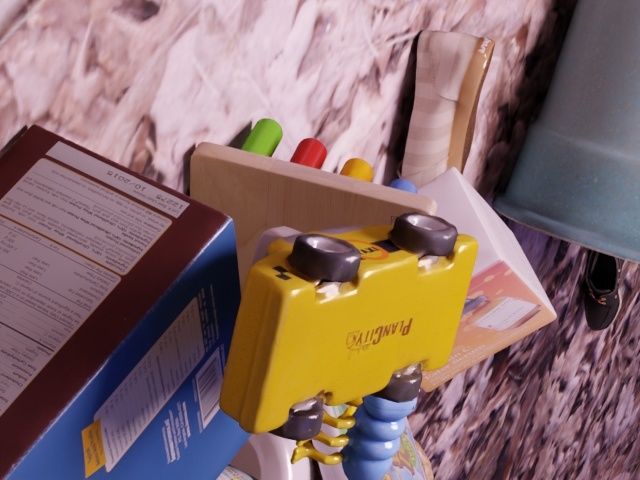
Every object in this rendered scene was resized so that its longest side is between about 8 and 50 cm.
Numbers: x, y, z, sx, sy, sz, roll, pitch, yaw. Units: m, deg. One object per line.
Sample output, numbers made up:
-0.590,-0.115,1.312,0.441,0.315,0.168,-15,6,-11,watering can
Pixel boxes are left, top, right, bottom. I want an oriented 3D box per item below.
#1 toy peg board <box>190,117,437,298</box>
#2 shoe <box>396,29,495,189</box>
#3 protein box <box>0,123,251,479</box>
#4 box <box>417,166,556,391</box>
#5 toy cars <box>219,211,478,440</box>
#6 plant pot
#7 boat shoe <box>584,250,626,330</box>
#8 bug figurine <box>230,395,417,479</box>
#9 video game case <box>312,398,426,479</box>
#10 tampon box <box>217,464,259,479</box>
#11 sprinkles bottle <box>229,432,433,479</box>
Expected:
0.000,0.000,1.211,0.079,0.160,0.161,-64,164,-47,toy peg board
0.093,-0.080,1.464,0.076,0.058,0.219,-71,173,-48,shoe
-0.150,0.090,0.977,0.201,0.136,0.200,-50,154,-32,protein box
0.095,0.035,1.438,0.130,0.091,0.170,-31,154,11,box
-0.060,0.109,0.915,0.394,0.087,0.176,-51,146,-24,toy cars
0.359,-0.154,1.653,0.341,0.341,0.334,-10,114,-64,plant pot
0.333,0.053,2.139,0.042,0.049,0.133,-32,139,-45,boat shoe
-0.022,0.193,1.115,0.279,0.072,0.216,-36,148,-54,bug figurine
0.031,0.135,1.357,0.023,0.212,0.193,-24,151,14,video game case
-0.133,0.194,1.145,0.161,0.120,0.101,-24,135,-59,tampon box
-0.017,0.188,1.400,0.121,0.121,0.355,-65,158,1,sprinkles bottle
